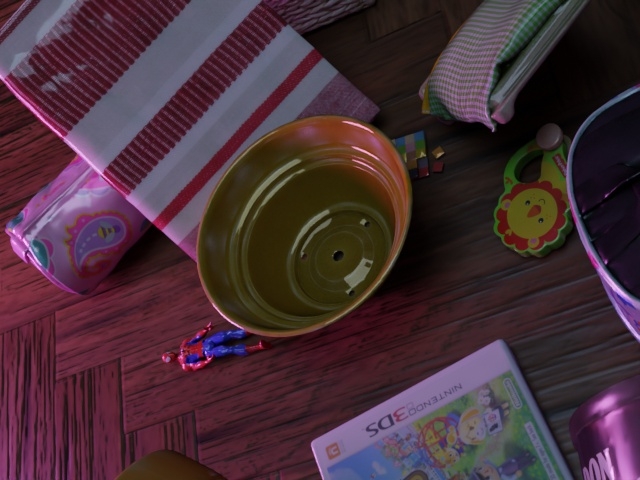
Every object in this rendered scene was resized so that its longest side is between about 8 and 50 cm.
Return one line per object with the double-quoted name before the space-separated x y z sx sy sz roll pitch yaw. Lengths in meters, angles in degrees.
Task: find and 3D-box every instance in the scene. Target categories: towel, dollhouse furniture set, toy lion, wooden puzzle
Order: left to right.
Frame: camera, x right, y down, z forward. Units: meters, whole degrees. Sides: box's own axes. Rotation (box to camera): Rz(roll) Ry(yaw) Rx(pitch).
"towel" -0.137 -0.151 1.022 0.329 0.037 0.237 43 90 -4
"wooden puzzle" 0.080 -0.078 1.002 0.083 0.006 0.049 -15 60 23
"dollhouse furniture set" 0.162 -0.257 0.902 0.301 0.151 0.197 -52 10 -1
"toy lion" 0.191 -0.038 0.907 0.096 0.034 0.100 -35 53 19

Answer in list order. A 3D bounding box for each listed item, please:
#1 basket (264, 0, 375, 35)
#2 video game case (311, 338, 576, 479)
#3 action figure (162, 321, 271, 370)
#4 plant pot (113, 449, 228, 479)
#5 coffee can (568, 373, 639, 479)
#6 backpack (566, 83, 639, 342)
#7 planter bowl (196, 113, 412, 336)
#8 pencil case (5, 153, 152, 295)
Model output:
"basket" -0.031 -0.289 1.112 0.167 0.103 0.113 -18 59 22
"video game case" 0.106 0.212 0.831 0.193 0.023 0.212 -31 55 13
"action figure" -0.104 0.102 1.005 0.115 0.030 0.038 -18 64 23
"plant pot" -0.084 0.294 0.805 0.188 0.205 0.205 21 78 20
"coffee can" 0.275 0.225 0.617 0.201 0.201 0.275 -18 59 21
"backpack" 0.311 -0.027 0.729 0.253 0.191 0.225 -22 54 10
"planter bowl" 0.000 0.000 0.956 0.217 0.090 0.217 -13 60 23
"pencil case" -0.203 -0.078 1.095 0.284 0.124 0.124 -49 53 1
